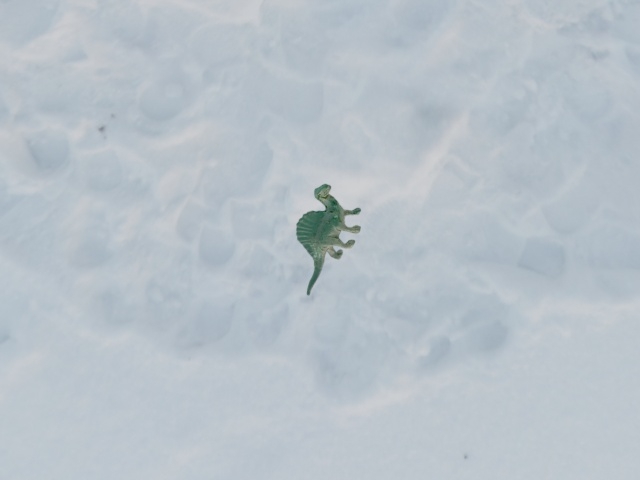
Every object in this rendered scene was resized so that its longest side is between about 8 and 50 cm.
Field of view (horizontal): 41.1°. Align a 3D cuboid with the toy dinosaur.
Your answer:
[{"bbox_3d":[0.000,-0.001,0.859,0.060,0.029,0.120,18,113,-16],"label":"toy dinosaur"}]
